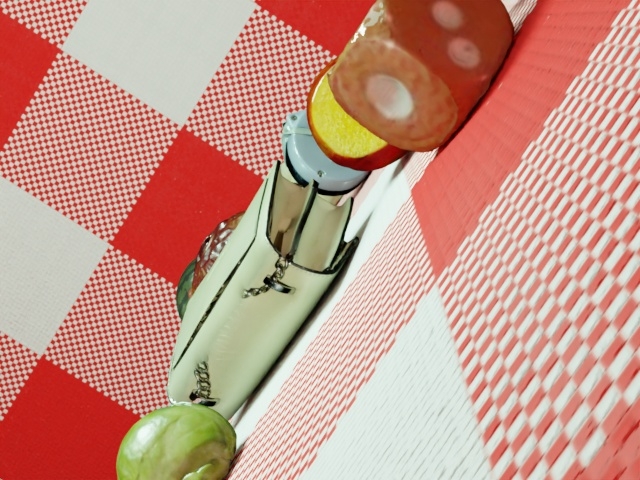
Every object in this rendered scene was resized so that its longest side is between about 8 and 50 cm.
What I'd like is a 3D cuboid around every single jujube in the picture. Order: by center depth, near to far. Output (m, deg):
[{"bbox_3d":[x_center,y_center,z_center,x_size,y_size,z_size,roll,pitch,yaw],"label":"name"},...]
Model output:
[{"bbox_3d":[-0.140,0.088,1.997,0.197,0.197,0.290,-71,-1,-72],"label":"jujube"}]

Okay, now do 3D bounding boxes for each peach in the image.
[{"bbox_3d":[0.074,-0.200,1.696,0.190,0.190,0.192,-59,4,-16],"label":"peach"}]

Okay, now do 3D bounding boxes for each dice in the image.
[{"bbox_3d":[0.128,-0.231,1.403,0.179,0.174,0.175,-55,1,-34],"label":"dice"}]

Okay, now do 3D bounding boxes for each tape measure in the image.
[{"bbox_3d":[0.022,-0.179,2.158,0.182,0.181,0.107,-23,-15,-23],"label":"tape measure"}]

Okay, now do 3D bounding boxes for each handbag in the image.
[{"bbox_3d":[-0.094,0.089,1.712,0.359,0.160,0.237,-56,10,34],"label":"handbag"}]

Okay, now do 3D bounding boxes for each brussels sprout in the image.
[{"bbox_3d":[-0.196,0.300,1.493,0.183,0.145,0.131,-53,-24,-14],"label":"brussels sprout"}]

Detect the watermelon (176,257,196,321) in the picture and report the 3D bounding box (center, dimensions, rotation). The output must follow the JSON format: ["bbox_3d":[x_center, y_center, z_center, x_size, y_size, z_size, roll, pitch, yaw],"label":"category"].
[{"bbox_3d":[-0.194,0.117,2.294,0.212,0.212,0.212,-57,4,7],"label":"watermelon"}]

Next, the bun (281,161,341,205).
[{"bbox_3d":[0.002,-0.178,2.525,0.259,0.160,0.259,-58,1,2],"label":"bun"}]
